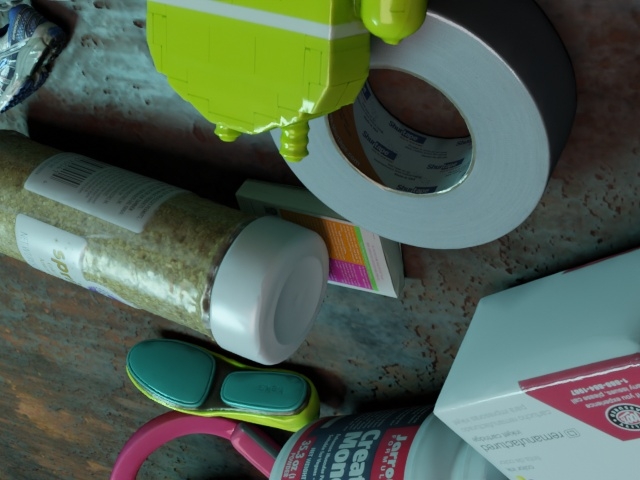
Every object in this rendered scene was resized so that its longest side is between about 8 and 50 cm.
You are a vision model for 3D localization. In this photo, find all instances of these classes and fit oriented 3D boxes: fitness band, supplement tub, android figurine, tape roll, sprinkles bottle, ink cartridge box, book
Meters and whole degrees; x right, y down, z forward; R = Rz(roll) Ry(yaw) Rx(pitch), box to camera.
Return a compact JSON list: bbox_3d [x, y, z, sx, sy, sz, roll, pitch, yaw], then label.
[{"bbox_3d":[-0.113,0.324,1.267,0.209,0.054,0.291,-41,103,7],"label":"fitness band"},{"bbox_3d":[0.098,0.254,1.040,0.272,0.191,0.191,-16,121,43],"label":"supplement tub"},{"bbox_3d":[-0.039,-0.186,0.697,0.248,0.056,0.273,18,118,36],"label":"android figurine"},{"bbox_3d":[0.069,-0.098,0.786,0.219,0.072,0.219,18,138,17],"label":"tape roll"},{"bbox_3d":[-0.170,-0.002,0.982,0.355,0.121,0.121,19,140,25],"label":"sprinkles bottle"},{"bbox_3d":[0.278,0.158,0.855,0.306,0.131,0.226,43,143,-16],"label":"ink cartridge box"},{"bbox_3d":[0.000,0.000,0.967,0.144,0.035,0.096,12,138,26],"label":"book"}]

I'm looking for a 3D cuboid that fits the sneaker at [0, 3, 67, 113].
[{"bbox_3d":[-0.275,-0.163,0.972,0.058,0.052,0.135,47,132,-3],"label":"sneaker"}]

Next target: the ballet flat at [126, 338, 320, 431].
[{"bbox_3d":[-0.104,0.165,1.182,0.231,0.077,0.077,10,153,23],"label":"ballet flat"}]

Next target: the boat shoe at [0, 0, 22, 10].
[{"bbox_3d":[-0.264,-0.232,0.871,0.227,0.079,0.081,25,148,19],"label":"boat shoe"}]
